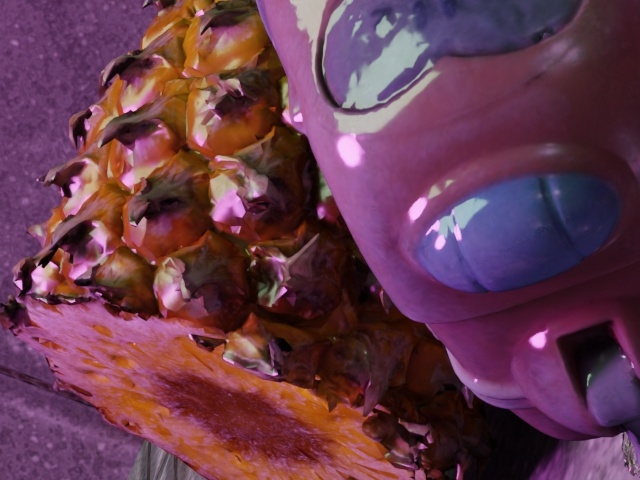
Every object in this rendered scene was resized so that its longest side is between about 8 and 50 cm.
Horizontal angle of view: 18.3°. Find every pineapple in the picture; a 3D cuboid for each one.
[{"bbox_3d":[-0.001,-0.002,1.230,0.300,0.352,0.352,-61,7,-15],"label":"pineapple"}]

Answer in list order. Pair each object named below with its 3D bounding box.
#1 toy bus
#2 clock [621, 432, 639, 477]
[{"bbox_3d":[0.102,-0.040,0.870,0.197,0.294,0.232,-20,43,19],"label":"toy bus"},{"bbox_3d":[0.172,0.083,0.987,0.083,0.010,0.074,172,119,-78],"label":"clock"}]
